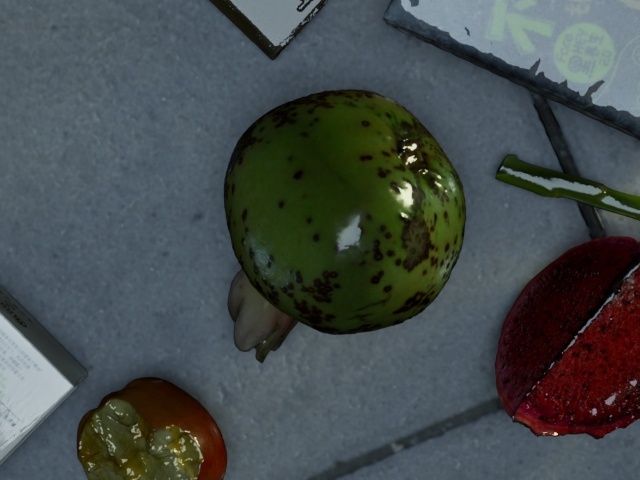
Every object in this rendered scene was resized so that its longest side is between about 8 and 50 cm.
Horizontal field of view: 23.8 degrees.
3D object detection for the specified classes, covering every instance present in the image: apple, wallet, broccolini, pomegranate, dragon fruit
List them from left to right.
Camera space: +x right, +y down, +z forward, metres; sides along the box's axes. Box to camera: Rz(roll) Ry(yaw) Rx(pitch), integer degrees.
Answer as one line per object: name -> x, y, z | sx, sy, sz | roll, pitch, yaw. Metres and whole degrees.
apple -> -0.197, 0.241, 1.767 | 0.156, 0.147, 0.158 | -30, 82, 36
wallet -> -0.090, -0.317, 1.776 | 0.198, 0.031, 0.110 | 44, 93, -2
pomegranate -> 0.000, 0.000, 1.707 | 0.285, 0.285, 0.341 | 41, 124, -2
dragon fruit -> 0.313, 0.102, 1.746 | 0.262, 0.163, 0.189 | -51, 58, 8
broccolini -> 0.403, -0.058, 1.774 | 0.392, 0.074, 0.079 | 15, 136, 1

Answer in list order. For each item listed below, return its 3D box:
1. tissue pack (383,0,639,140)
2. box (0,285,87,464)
tissue pack -> 0.303, -0.298, 1.723 | 0.394, 0.124, 0.288 | 24, 92, 0
box -> -0.434, 0.141, 1.779 | 0.194, 0.111, 0.260 | -44, 90, 3
